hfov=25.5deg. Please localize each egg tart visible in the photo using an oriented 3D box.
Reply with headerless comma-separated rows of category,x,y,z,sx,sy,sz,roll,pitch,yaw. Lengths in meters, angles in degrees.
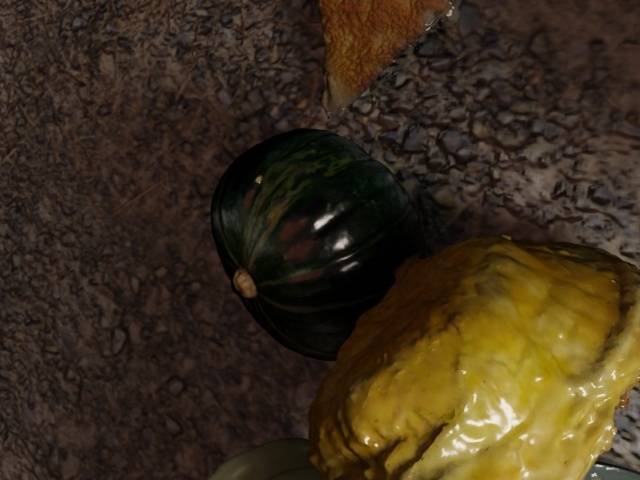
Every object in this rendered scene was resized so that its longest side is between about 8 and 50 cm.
egg tart,0.096,0.110,1.092,0.351,0.153,0.339,-46,11,-18

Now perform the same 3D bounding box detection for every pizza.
pizza,0.046,-0.206,1.372,0.185,0.052,0.195,34,119,24

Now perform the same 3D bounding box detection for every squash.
squash,-0.003,0.002,1.298,0.172,0.218,0.218,-36,48,-11

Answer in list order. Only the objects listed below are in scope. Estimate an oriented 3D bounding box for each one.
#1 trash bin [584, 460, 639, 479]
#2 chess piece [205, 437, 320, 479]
trash bin,0.206,0.276,1.069,0.175,0.175,0.161,37,123,43
chess piece,0.024,0.315,1.174,0.330,0.182,0.182,36,111,54
